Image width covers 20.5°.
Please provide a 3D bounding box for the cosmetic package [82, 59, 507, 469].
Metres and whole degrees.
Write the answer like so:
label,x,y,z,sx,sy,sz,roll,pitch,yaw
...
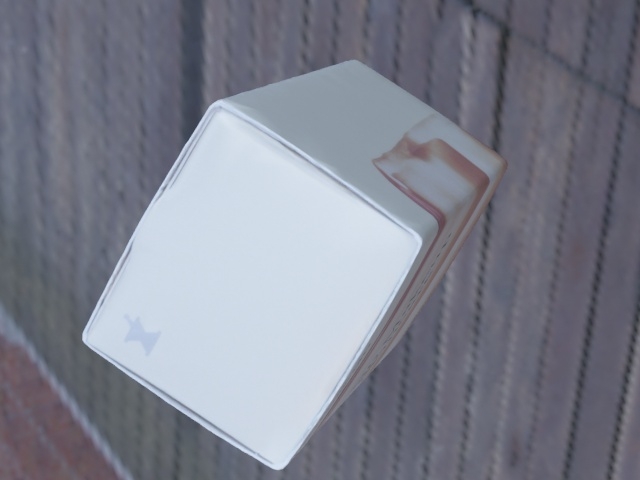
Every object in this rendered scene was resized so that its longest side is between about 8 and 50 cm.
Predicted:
label,x,y,z,sx,sy,sz,roll,pitch,yaw
cosmetic package,0.000,0.000,1.000,0.129,0.296,0.153,34,107,7
